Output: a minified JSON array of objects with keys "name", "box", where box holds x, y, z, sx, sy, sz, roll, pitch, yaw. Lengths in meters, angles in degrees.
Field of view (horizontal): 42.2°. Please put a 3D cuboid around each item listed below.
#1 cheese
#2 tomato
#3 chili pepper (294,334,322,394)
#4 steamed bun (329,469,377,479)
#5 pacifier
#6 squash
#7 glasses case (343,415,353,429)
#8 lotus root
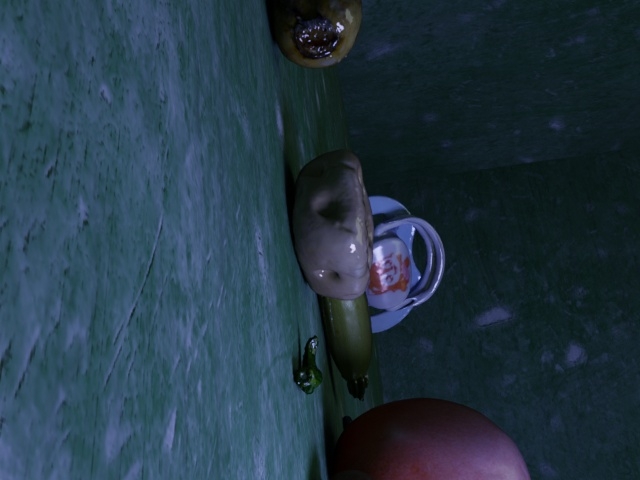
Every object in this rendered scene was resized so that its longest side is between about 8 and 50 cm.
[{"name":"cheese","box":[0.020,-0.020,1.278,0.218,0.117,0.235,-36,120,-83]},{"name":"tomato","box":[0.180,0.398,1.315,0.321,0.322,0.321,-8,90,-85]},{"name":"chili pepper","box":[-0.012,0.173,1.099,0.118,0.035,0.055,-68,167,-72]},{"name":"steamed bun","box":[0.052,0.397,1.067,0.145,0.106,0.175,-38,122,-84]},{"name":"pacifier","box":[0.104,0.036,1.763,0.233,0.244,0.299,28,-49,58]},{"name":"squash","box":[0.045,0.139,1.490,0.094,0.095,0.340,-86,165,-66]},{"name":"glasses case","box":[0.060,0.383,1.611,0.033,0.023,0.083,62,22,-69]},{"name":"lotus root","box":[-0.007,-0.383,1.358,0.278,0.154,0.154,-97,176,-47]}]
